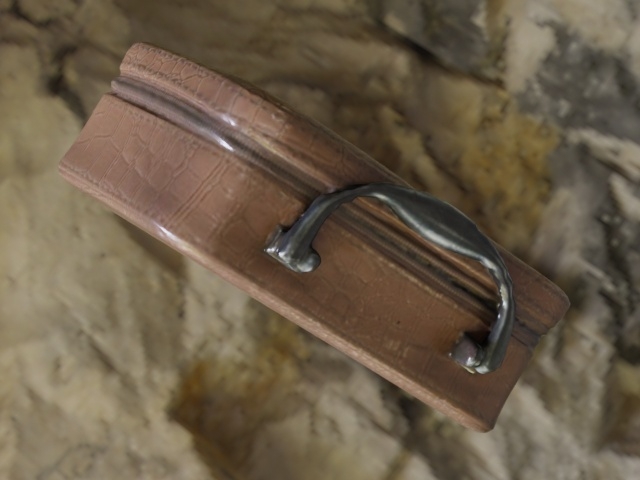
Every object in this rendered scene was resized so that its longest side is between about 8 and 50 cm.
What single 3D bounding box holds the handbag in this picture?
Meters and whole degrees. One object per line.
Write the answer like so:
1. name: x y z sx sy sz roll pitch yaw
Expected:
1. handbag: 0.000 0.000 0.672 0.193 0.151 0.072 35 -94 -26
